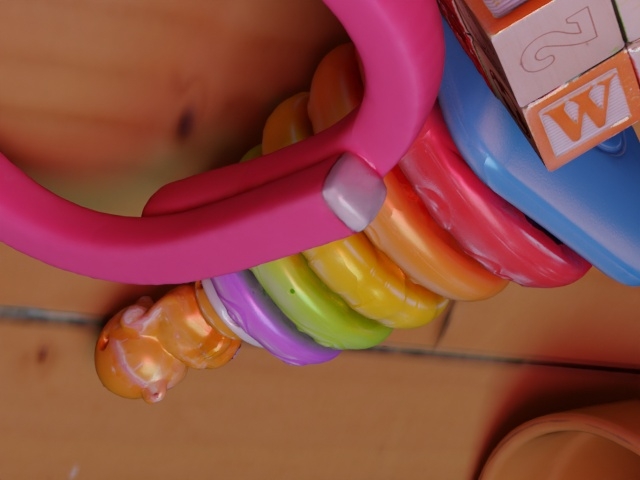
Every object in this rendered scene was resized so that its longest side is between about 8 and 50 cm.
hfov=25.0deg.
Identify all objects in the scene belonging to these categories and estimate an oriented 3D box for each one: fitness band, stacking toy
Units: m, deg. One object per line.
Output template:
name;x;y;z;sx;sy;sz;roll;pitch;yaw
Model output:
fitness band;-0.086;-0.073;0.584;0.290;0.054;0.209;-16;126;44
stacking toy;0.000;0.000;0.716;0.302;0.175;0.165;-35;138;24

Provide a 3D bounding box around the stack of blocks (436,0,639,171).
stack of blocks;0.165;-0.179;0.543;0.297;0.171;0.087;-31;143;4

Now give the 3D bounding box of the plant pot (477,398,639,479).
plant pot;0.253;0.223;0.875;0.203;0.291;0.291;-12;128;-29
